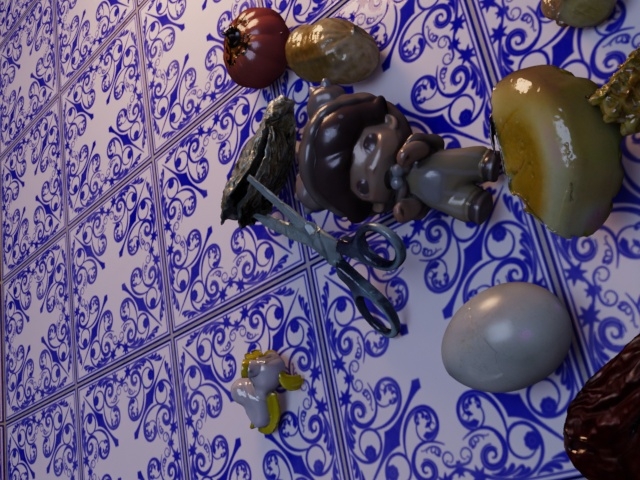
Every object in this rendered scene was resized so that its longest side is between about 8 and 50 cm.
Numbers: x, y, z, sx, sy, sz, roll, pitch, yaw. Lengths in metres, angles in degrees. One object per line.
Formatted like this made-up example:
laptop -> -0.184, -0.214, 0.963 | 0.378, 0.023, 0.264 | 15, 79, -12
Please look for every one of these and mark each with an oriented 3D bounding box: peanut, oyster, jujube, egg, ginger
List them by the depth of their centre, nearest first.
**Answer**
jujube -> 0.443, 0.196, 0.857 | 0.342, 0.216, 0.216 | -40, 56, 43
egg -> 0.265, 0.145, 1.069 | 0.209, 0.151, 0.151 | -38, 57, 37
ginger -> 0.387, -0.426, 1.114 | 0.137, 0.074, 0.213 | -28, 57, 39
peanut -> 0.015, -0.371, 1.442 | 0.224, 0.129, 0.129 | 11, 90, 44
oyster -> -0.127, -0.152, 1.508 | 0.112, 0.198, 0.267 | 26, 64, 7

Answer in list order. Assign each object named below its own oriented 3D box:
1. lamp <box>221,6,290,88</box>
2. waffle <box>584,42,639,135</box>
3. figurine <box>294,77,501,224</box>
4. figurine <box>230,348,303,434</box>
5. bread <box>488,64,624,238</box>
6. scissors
lamp -> -0.147, -0.424, 1.611 | 0.182, 0.140, 0.182 | -6, 81, 48
waffle -> 0.425, -0.212, 0.957 | 0.046, 0.192, 0.160 | 142, 116, -65
figurine -> 0.119, -0.133, 1.256 | 0.381, 0.203, 0.248 | 18, 112, 32
figurine -> -0.121, 0.309, 1.485 | 0.130, 0.109, 0.178 | 34, 111, 21
bread -> 0.344, -0.132, 1.007 | 0.156, 0.158, 0.260 | 153, 107, -70
scissors -> 0.000, 0.000, 1.311 | 0.383, 0.029, 0.256 | 35, 145, 30
